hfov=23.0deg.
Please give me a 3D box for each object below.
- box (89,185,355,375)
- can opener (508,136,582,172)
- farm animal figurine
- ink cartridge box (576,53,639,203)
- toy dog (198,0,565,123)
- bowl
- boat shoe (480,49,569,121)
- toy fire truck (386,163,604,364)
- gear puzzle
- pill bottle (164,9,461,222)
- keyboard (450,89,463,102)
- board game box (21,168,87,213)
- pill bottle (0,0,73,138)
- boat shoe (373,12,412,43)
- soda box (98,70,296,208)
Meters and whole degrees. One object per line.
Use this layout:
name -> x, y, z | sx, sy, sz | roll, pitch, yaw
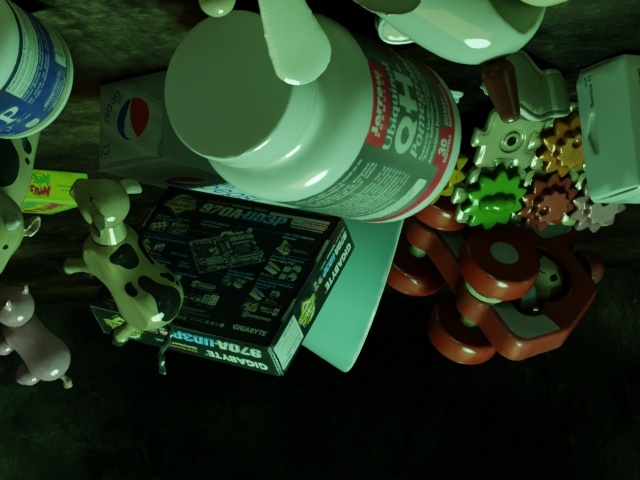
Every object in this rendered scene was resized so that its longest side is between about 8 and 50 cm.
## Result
box -> -0.101, 0.037, 1.609 | 0.220, 0.175, 0.051 | 10, 143, 27
can opener -> 0.322, -0.120, 2.059 | 0.280, 0.074, 0.093 | 3, 135, -49
farm animal figurine -> -0.286, -0.031, 1.440 | 0.330, 0.327, 0.172 | -2, 166, -34
ink cartridge box -> 0.395, -0.120, 1.733 | 0.208, 0.153, 0.087 | -1, 171, -28
toy dog -> 0.046, -0.169, 1.169 | 0.333, 0.161, 0.220 | -3, 172, -8
bowl -> 0.000, 0.000, 2.034 | 0.163, 0.311, 0.311 | 16, 170, -3
boat shoe -> 0.204, -0.155, 1.665 | 0.065, 0.075, 0.206 | -12, 174, 26
toy fire truck -> 0.238, 0.012, 2.049 | 0.254, 0.302, 0.169 | -16, 145, -31
gear puzzle -> 0.252, -0.083, 1.897 | 0.339, 0.175, 0.044 | 1, -148, -27
pill bottle -> -0.006, -0.117, 1.460 | 0.176, 0.176, 0.318 | -8, 171, 27
keyboard -> 0.045, -0.150, 1.851 | 0.256, 0.014, 0.072 | -11, 164, 39
board game box -> -0.408, -0.067, 2.081 | 0.181, 0.043, 0.092 | 4, 169, -44
pill bottle -> -0.287, -0.153, 1.289 | 0.112, 0.112, 0.186 | -6, 172, 13
boat shoe -> 0.110, -0.203, 1.406 | 0.125, 0.038, 0.046 | -9, 131, -4
soda box -> -0.116, -0.103, 1.726 | 0.091, 0.098, 0.286 | -8, 167, 34
